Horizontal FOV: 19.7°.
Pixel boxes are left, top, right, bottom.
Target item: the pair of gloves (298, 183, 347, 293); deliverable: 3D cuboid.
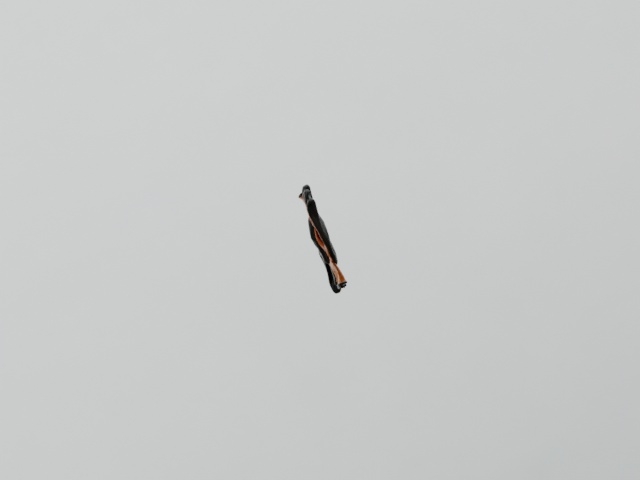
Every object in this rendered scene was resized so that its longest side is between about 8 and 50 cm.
[{"bbox_3d":[0.000,0.000,1.256,0.010,0.074,0.083,-21,-3,-3],"label":"pair of gloves"}]
